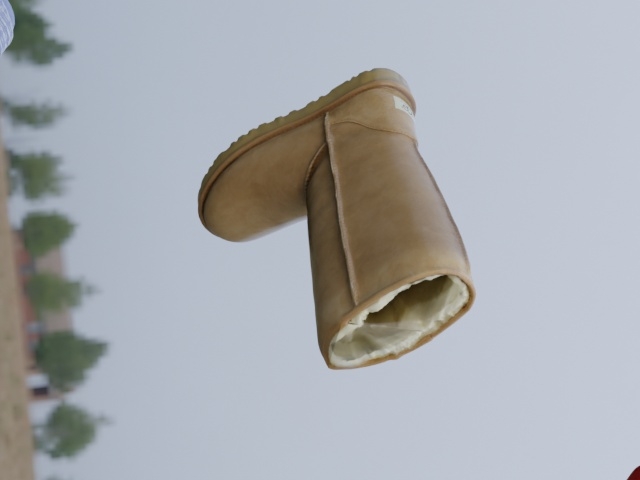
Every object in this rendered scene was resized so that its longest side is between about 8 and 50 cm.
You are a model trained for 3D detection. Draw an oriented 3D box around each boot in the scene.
[{"bbox_3d":[0.000,0.000,1.382,0.089,0.236,0.269,37,28,-34],"label":"boot"}]

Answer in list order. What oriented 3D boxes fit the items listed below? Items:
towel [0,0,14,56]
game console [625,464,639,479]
[{"bbox_3d":[-0.263,-0.204,0.991,0.243,0.040,0.336,56,1,-13],"label":"towel"},{"bbox_3d":[0.226,0.243,1.111,0.144,0.124,0.085,-60,-179,22],"label":"game console"}]
